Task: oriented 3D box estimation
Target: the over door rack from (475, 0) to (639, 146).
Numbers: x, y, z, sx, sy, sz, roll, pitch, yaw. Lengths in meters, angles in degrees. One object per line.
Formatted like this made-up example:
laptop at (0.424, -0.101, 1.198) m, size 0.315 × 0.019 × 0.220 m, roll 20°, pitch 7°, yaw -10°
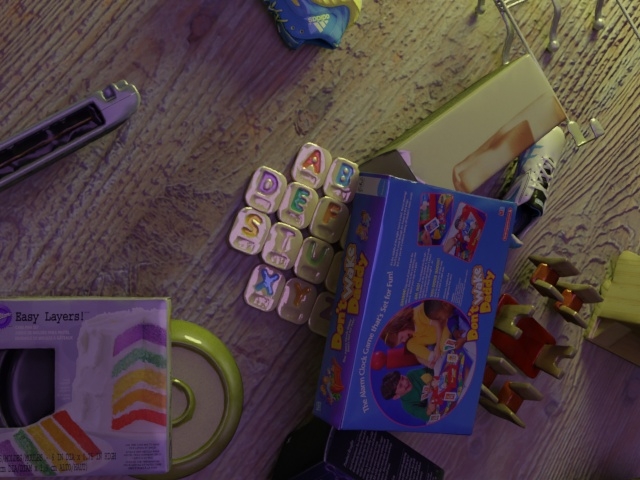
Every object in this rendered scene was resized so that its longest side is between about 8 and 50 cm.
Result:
over door rack at (0.441, -0.323, 1.515) m, size 0.239 × 0.108 × 0.324 m, roll -27°, pitch 75°, yaw -19°

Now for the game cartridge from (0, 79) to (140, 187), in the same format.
game cartridge at (-0.387, -0.117, 1.180) m, size 0.297 × 0.198 × 0.062 m, roll -32°, pitch 97°, yaw -17°

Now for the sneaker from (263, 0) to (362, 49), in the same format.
sneaker at (-0.052, -0.373, 1.369) m, size 0.240 × 0.091 × 0.126 m, roll 20°, pitch 81°, yaw -18°

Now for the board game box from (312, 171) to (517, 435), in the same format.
board game box at (0.137, 0.094, 1.257) m, size 0.233 × 0.078 × 0.347 m, roll 10°, pitch 92°, yaw -30°

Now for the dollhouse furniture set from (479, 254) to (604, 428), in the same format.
dollhouse furniture set at (0.298, 0.130, 1.466) m, size 0.259 × 0.135 × 0.262 m, roll 42°, pitch 75°, yaw -24°

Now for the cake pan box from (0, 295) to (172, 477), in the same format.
cake pan box at (-0.338, 0.199, 1.223) m, size 0.267 × 0.070 × 0.245 m, roll 1°, pitch 85°, yaw -4°

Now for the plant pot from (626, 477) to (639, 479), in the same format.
plant pot at (0.481, 0.524, 1.439) m, size 0.191 × 0.284 × 0.284 m, roll -3°, pitch 87°, yaw 17°

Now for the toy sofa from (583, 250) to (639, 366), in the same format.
toy sofa at (0.608, 0.132, 1.430) m, size 0.150 × 0.362 × 0.177 m, roll 26°, pitch 84°, yaw -16°

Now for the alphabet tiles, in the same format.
alphabet tiles at (0.000, 0.000, 1.404) m, size 0.284 × 0.021 × 0.278 m, roll 25°, pitch 79°, yaw -16°

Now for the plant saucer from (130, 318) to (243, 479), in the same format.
plant saucer at (-0.226, 0.236, 1.304) m, size 0.241 × 0.037 × 0.241 m, roll 1°, pitch 86°, yaw -19°

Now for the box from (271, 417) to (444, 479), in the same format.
box at (0.055, 0.357, 1.319) m, size 0.207 × 0.153 × 0.108 m, roll 35°, pitch 45°, yaw -14°

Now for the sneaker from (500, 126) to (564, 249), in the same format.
sneaker at (0.359, -0.087, 1.493) m, size 0.085 × 0.086 × 0.237 m, roll 35°, pitch 79°, yaw -37°

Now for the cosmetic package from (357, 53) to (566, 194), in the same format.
cosmetic package at (0.227, -0.156, 1.415) m, size 0.296 × 0.153 × 0.129 m, roll -36°, pitch 98°, yaw -20°
